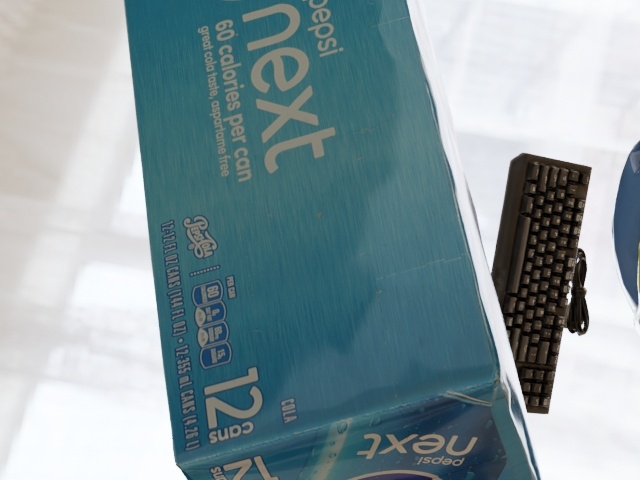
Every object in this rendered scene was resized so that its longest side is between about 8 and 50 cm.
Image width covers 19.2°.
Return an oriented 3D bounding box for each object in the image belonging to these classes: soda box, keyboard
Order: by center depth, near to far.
[{"bbox_3d":[-0.003,-0.024,0.467,0.067,0.071,0.210,65,-169,-51],"label":"soda box"},{"bbox_3d":[0.161,0.033,1.341,0.108,0.023,0.180,9,-87,-44],"label":"keyboard"}]

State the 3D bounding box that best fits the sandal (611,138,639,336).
[{"bbox_3d":[0.185,-0.083,0.372,0.317,0.126,0.138,-43,13,9],"label":"sandal"}]
